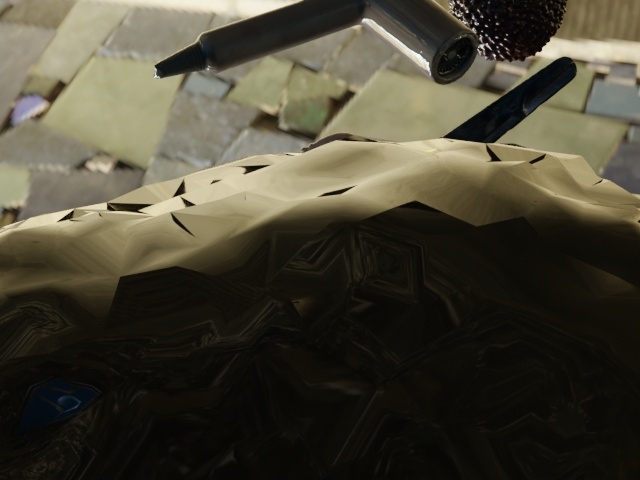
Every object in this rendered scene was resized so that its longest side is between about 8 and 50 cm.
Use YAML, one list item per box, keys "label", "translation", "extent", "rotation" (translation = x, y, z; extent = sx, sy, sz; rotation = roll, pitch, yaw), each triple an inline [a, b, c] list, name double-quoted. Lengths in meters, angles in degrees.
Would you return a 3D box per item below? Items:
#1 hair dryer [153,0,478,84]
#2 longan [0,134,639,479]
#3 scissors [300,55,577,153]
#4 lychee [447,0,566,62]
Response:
- label: "hair dryer"
  translation: [-0.016, -0.162, 1.164]
  extent: [0.195, 0.220, 0.053]
  rotation: [42, 149, 32]
- label: "longan"
  translation: [-0.011, 0.159, 0.533]
  extent: [0.436, 0.404, 0.404]
  rotation: [-18, 128, -9]
- label: "scissors"
  translation: [0.086, -0.057, 1.241]
  extent: [0.317, 0.024, 0.160]
  rotation: [-37, 88, 12]
- label: "lychee"
  translation: [0.190, -0.240, 1.473]
  extent: [0.123, 0.129, 0.123]
  rotation: [11, 112, 28]
